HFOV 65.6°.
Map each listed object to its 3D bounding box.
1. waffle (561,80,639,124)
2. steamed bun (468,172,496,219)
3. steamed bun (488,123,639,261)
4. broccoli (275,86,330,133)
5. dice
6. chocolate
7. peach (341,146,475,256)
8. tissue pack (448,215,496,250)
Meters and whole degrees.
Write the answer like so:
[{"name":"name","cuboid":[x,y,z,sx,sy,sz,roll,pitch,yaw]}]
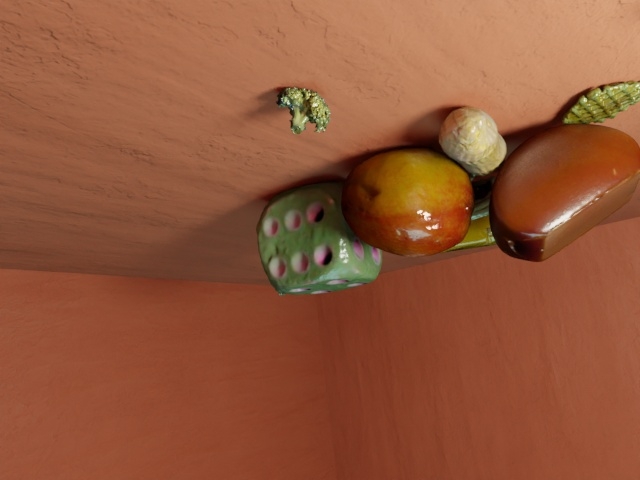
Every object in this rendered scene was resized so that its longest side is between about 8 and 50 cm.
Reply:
[{"name":"waffle","cuboid":[0.688,-0.328,1.205,0.169,0.036,0.183,-9,168,0]},{"name":"steamed bun","cuboid":[0.420,-0.134,1.665,0.427,0.189,0.247,-14,-166,31]},{"name":"steamed bun","cuboid":[0.593,-0.137,1.273,0.379,0.248,0.235,-34,149,1]},{"name":"broccoli","cuboid":[-0.036,-0.261,0.997,0.095,0.092,0.097,15,167,30]},{"name":"dice","cuboid":[0.000,0.000,1.628,0.322,0.319,0.330,-15,166,28]},{"name":"chocolate","cuboid":[0.377,-0.239,1.223,0.134,0.134,0.309,-13,168,26]},{"name":"peach","cuboid":[0.234,-0.107,1.365,0.372,0.373,0.290,-4,135,-15]},{"name":"tissue pack","cuboid":[0.564,-0.062,1.943,0.270,0.192,0.134,-11,168,13]}]
